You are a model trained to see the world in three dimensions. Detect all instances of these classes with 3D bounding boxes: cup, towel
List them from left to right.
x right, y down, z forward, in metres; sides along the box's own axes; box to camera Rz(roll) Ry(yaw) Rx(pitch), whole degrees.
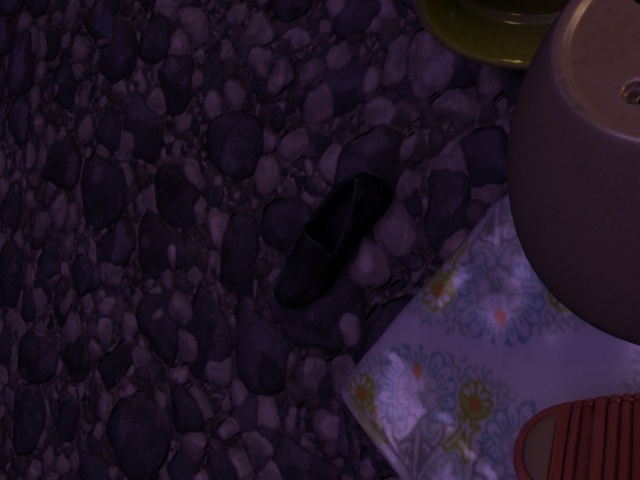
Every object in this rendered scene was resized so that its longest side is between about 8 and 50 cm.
[{"bbox_3d":[0.215,0.152,0.745,0.374,0.090,0.320,-52,57,20],"label":"towel"},{"bbox_3d":[0.293,-0.098,0.573,0.331,0.237,0.331,-12,64,24],"label":"cup"}]

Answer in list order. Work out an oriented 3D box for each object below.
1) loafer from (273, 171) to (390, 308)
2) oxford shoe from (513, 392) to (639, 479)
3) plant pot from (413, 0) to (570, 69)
[{"bbox_3d":[0.000,0.000,0.946,0.223,0.078,0.076,-52,55,20],"label":"loafer"},{"bbox_3d":[0.348,0.221,0.537,0.397,0.146,0.140,8,50,25],"label":"oxford shoe"},{"bbox_3d":[0.233,-0.356,0.720,0.276,0.276,0.253,-12,65,37],"label":"plant pot"}]
